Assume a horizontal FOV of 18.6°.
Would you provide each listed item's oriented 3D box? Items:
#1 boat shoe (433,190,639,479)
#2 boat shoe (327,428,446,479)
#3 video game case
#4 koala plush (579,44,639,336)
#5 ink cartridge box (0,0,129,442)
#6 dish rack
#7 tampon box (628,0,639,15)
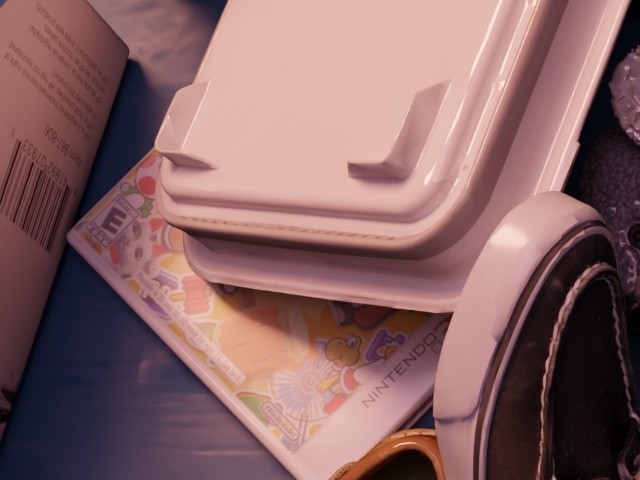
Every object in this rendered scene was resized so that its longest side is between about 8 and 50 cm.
[{"bbox_3d":[0.117,0.129,0.901,0.105,0.113,0.306,23,119,37],"label":"boat shoe"},{"bbox_3d":[-0.015,0.233,0.978,0.123,0.120,0.324,24,79,21],"label":"boat shoe"},{"bbox_3d":[0.000,0.000,1.104,0.206,0.026,0.227,-45,67,-3],"label":"video game case"},{"bbox_3d":[0.215,0.014,0.965,0.203,0.196,0.221,-39,66,-13],"label":"koala plush"},{"bbox_3d":[-0.275,0.009,1.032,0.166,0.285,0.395,11,75,20],"label":"ink cartridge box"},{"bbox_3d":[0.038,-0.134,1.012,0.285,0.072,0.332,6,69,52],"label":"dish rack"},{"bbox_3d":[0.202,-0.213,1.070,0.101,0.120,0.161,28,81,20],"label":"tampon box"}]
